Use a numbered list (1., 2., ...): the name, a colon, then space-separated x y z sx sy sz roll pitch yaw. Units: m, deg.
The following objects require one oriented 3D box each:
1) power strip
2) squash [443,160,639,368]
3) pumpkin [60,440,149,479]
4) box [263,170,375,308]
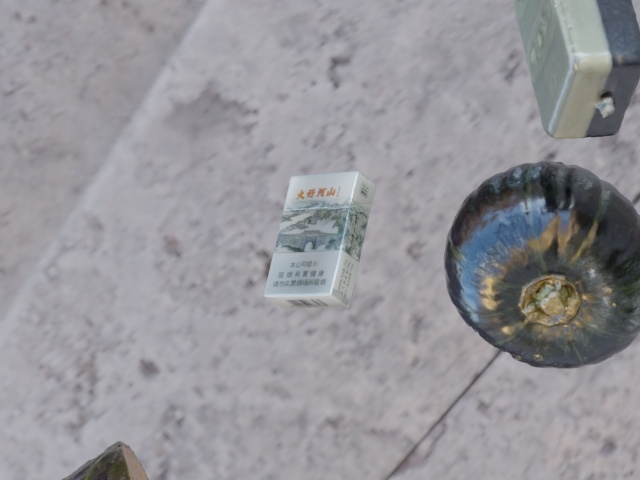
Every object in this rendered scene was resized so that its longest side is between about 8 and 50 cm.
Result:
1. power strip: 0.194 -0.202 1.504 0.070 0.256 0.105 -5 147 -9
2. squash: 0.204 0.021 1.658 0.193 0.156 0.193 12 117 25
3. pumpkin: -0.198 0.232 1.449 0.163 0.278 0.111 -23 89 -5
4. box: 0.000 0.000 1.168 0.054 0.083 0.024 -4 154 38
